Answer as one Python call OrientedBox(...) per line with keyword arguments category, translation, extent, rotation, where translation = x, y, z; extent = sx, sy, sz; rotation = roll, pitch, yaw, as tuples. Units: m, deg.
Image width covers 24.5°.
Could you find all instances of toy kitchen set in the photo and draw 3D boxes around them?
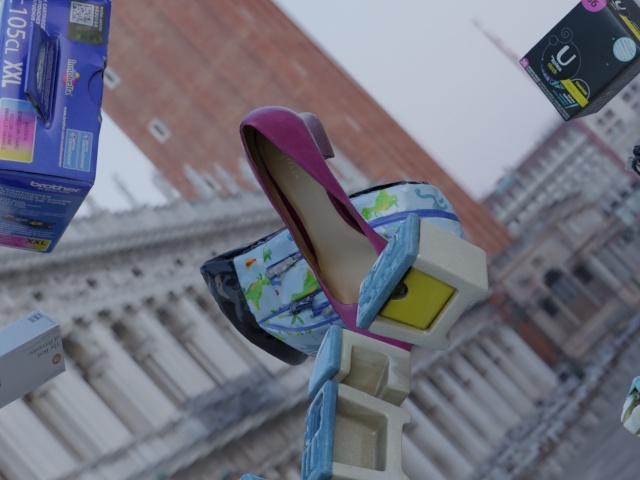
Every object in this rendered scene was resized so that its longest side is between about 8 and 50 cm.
OrientedBox(category="toy kitchen set", translation=(0.023, 0.105, 0.958), extent=(0.207, 0.122, 0.166), rotation=(-86, 21, -46))

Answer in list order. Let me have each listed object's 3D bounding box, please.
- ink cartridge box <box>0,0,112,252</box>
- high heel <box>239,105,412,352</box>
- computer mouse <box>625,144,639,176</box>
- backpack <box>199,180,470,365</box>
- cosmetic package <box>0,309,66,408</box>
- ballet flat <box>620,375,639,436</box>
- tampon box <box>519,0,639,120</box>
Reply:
OrientedBox(category="ink cartridge box", translation=(-0.387, -0.170, 1.999), extent=(0.151, 0.270, 0.395), rotation=(9, -18, -19))
OrientedBox(category="high heel", translation=(0.000, 0.000, 1.943), extent=(0.127, 0.377, 0.181), rotation=(-32, -8, 25))
OrientedBox(category="computer mouse", translation=(0.502, -0.056, 1.957), extent=(0.272, 0.188, 0.072), rotation=(19, -92, -74))
OrientedBox(category="backpack", translation=(0.053, 0.051, 2.196), extent=(0.355, 0.273, 0.290), rotation=(-37, -29, 9))
OrientedBox(category="cosmetic package", translation=(-0.502, 0.206, 2.242), extent=(0.239, 0.060, 0.099), rotation=(-31, -44, -36))
OrientedBox(category="ballet flat", translation=(0.472, 0.236, 2.126), extent=(0.087, 0.083, 0.247), rotation=(-43, -16, -10))
OrientedBox(category="tampon box", translation=(0.398, -0.273, 2.145), extent=(0.101, 0.120, 0.161), rotation=(-19, -21, -52))
